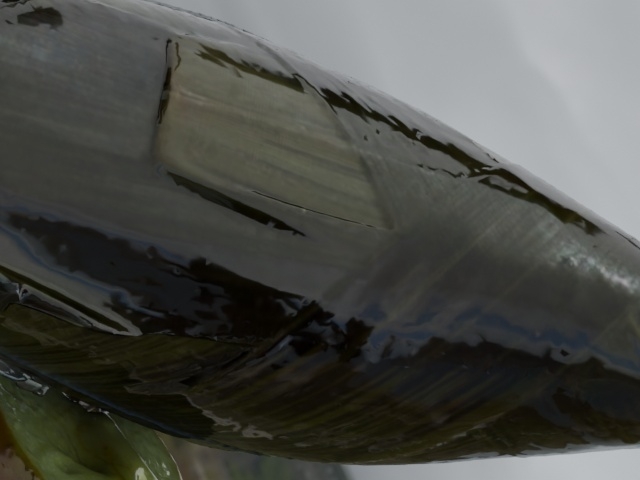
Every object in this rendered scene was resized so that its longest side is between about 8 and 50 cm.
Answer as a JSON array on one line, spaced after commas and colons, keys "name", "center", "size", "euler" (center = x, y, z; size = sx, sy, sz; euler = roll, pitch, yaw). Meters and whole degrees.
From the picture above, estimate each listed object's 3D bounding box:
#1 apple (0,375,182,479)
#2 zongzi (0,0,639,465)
[{"name": "apple", "center": [-0.163, 0.142, 0.922], "size": [0.195, 0.160, 0.173], "euler": [39, 34, -52]}, {"name": "zongzi", "center": [0.000, 0.000, 0.806], "size": [0.432, 0.208, 0.403], "euler": [9, -13, 36]}]
